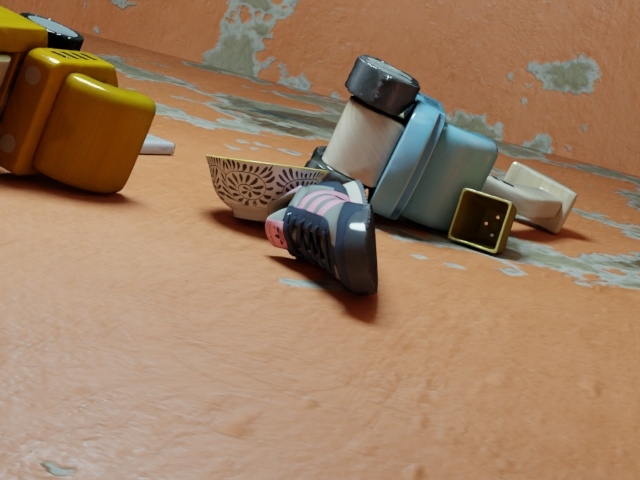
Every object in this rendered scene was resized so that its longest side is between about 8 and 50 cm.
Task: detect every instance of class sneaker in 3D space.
[{"bbox_3d":[0.000,0.000,1.549,0.131,0.112,0.319,-4,10,-2],"label":"sneaker"}]

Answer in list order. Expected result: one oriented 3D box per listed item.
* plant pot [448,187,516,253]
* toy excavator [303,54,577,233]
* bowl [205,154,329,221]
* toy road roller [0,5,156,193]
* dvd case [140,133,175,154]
[{"bbox_3d":[0.255,-0.026,1.955,0.081,0.081,0.083,19,2,26],"label":"plant pot"},{"bbox_3d":[0.215,-0.106,2.076,0.445,0.222,0.433,27,12,-1],"label":"toy excavator"},{"bbox_3d":[-0.077,-0.067,1.741,0.170,0.080,0.170,8,4,0],"label":"bowl"},{"bbox_3d":[-0.366,-0.169,1.658,0.240,0.203,0.329,27,14,15],"label":"toy road roller"},{"bbox_3d":[-0.382,-0.173,2.064,0.180,0.022,0.253,22,15,34],"label":"dvd case"}]
